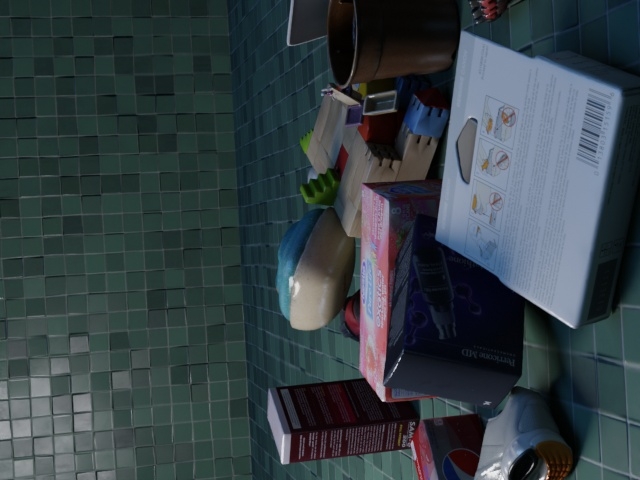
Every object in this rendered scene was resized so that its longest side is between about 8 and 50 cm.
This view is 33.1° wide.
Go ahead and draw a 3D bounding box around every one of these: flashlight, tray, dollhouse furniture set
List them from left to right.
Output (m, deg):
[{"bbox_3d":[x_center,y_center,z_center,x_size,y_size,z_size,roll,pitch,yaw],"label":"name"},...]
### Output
[{"bbox_3d":[0.044,-0.403,1.684,0.030,0.270,0.145,34,133,32],"label":"tray"},{"bbox_3d":[0.061,-0.233,1.630,0.114,0.081,0.091,-3,72,44],"label":"dollhouse furniture set"},{"bbox_3d":[0.117,0.109,1.829,0.103,0.103,0.304,59,158,5],"label":"flashlight"}]

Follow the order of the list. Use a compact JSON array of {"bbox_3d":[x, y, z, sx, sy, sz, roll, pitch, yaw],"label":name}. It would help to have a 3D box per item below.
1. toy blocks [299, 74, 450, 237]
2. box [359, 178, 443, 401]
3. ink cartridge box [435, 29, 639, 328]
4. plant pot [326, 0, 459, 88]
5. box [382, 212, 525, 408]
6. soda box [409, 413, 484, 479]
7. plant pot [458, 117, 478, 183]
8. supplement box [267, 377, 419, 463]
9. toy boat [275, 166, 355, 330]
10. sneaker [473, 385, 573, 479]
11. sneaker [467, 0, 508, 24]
[{"bbox_3d":[0.089,-0.184,1.768,0.381,0.190,0.261,-115,38,-55],"label":"toy blocks"},{"bbox_3d":[0.144,0.069,1.573,0.142,0.154,0.300,-137,44,-70],"label":"box"},{"bbox_3d":[0.238,-0.076,1.195,0.239,0.060,0.275,37,131,47],"label":"ink cartridge box"},{"bbox_3d":[0.109,-0.311,1.606,0.167,0.165,0.167,178,90,-76],"label":"plant pot"},{"bbox_3d":[0.172,0.090,1.363,0.108,0.153,0.207,110,170,-57],"label":"box"},{"bbox_3d":[0.205,0.382,1.519,0.083,0.092,0.263,107,156,-53],"label":"soda box"},{"bbox_3d":[0.234,-0.098,1.297,0.096,0.109,0.109,40,133,53],"label":"plant pot"},{"bbox_3d":[0.037,0.309,1.876,0.130,0.239,0.073,-115,24,-57],"label":"supplement box"},{"bbox_3d":[0.000,0.000,1.877,0.267,0.148,0.318,93,-160,-57],"label":"toy boat"},{"bbox_3d":[0.243,0.290,1.382,0.262,0.099,0.121,112,160,-43],"label":"sneaker"},{"bbox_3d":[0.218,-0.370,1.304,0.276,0.135,0.098,65,179,-60],"label":"sneaker"}]
